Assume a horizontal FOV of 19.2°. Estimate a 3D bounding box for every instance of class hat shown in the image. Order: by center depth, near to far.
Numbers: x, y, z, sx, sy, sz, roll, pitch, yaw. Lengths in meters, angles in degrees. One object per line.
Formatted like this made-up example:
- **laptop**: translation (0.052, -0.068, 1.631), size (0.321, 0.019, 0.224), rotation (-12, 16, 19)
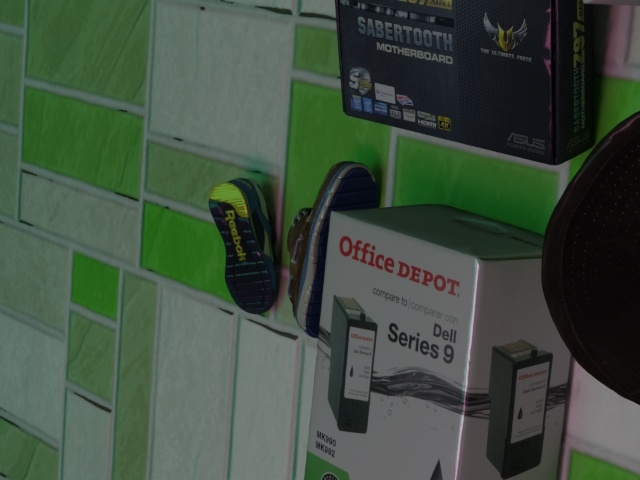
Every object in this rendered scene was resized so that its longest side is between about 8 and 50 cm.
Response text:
- **hat**: translation (0.315, -0.001, 1.243), size (0.331, 0.331, 0.134), rotation (-56, 11, 40)

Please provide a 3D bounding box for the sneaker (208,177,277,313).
- **sneaker**: translation (-0.069, 0.003, 1.900), size (0.053, 0.059, 0.144), rotation (-1, 109, 24)

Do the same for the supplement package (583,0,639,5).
- **supplement package**: translation (0.249, -0.271, 1.388), size (0.105, 0.105, 0.179), rotation (-18, 77, 53)

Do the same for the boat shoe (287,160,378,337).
- **boat shoe**: translation (0.000, 0.000, 1.786), size (0.066, 0.066, 0.183), rotation (44, 126, 45)

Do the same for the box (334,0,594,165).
- **box**: translation (0.115, -0.174, 1.547), size (0.232, 0.059, 0.183), rotation (17, 120, 38)

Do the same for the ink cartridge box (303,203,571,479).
- **ink cartridge box**: translation (0.098, 0.127, 1.612), size (0.211, 0.121, 0.289), rotation (18, 107, 52)
